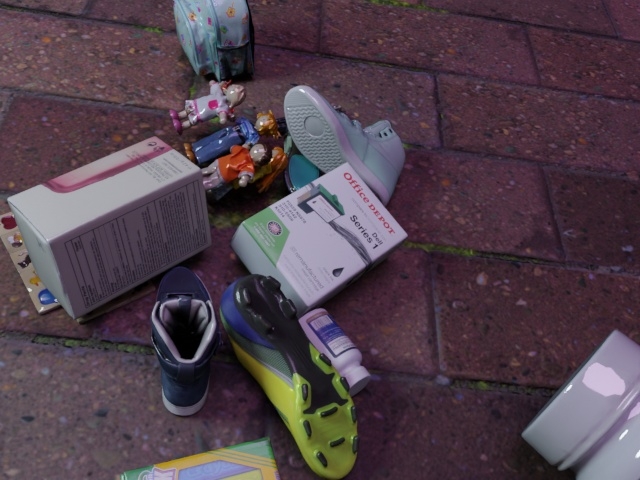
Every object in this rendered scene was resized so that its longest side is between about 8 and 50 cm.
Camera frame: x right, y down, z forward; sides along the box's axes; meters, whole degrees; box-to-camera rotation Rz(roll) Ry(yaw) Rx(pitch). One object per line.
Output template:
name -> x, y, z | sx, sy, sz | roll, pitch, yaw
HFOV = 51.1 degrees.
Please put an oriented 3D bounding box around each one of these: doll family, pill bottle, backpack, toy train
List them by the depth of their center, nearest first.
pill bottle -> 0.456, 0.305, 0.798 | 0.224, 0.224, 0.392 | -34, 64, -32
pill bottle -> 0.015, 0.158, 0.932 | 0.067, 0.067, 0.120 | -25, 60, -28
doll family -> -0.144, -0.158, 1.136 | 0.163, 0.118, 0.263 | -23, 52, -1
toy train -> -0.024, -0.230, 1.272 | 0.158, 0.027, 0.036 | -17, 46, -23
backpack -> -0.203, -0.419, 1.284 | 0.144, 0.188, 0.166 | -13, 56, -21

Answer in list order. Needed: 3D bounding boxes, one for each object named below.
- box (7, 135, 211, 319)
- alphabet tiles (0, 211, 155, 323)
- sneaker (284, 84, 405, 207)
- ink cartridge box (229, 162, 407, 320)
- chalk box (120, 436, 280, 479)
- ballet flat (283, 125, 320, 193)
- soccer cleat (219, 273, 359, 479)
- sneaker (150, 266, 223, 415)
box -> -0.288, -0.024, 0.946 | 0.232, 0.148, 0.127 | -30, 50, -31
alphabet tiles -> -0.358, 0.014, 1.016 | 0.198, 0.009, 0.237 | -24, 60, -28
sneaker -> 0.048, -0.184, 1.150 | 0.256, 0.094, 0.151 | 49, 48, -21
ink cartridge box -> 0.000, 0.000, 1.022 | 0.219, 0.092, 0.160 | -34, 80, -31
chalk box -> -0.145, 0.321, 0.726 | 0.213, 0.132, 0.132 | -10, 54, -17
ballet flat -> -0.037, -0.134, 1.167 | 0.070, 0.070, 0.188 | 7, 53, -6
soccer cleat -> -0.043, 0.180, 0.890 | 0.093, 0.121, 0.289 | -23, 79, -35
sneaker -> -0.180, 0.093, 0.888 | 0.086, 0.163, 0.226 | -4, 51, -12
